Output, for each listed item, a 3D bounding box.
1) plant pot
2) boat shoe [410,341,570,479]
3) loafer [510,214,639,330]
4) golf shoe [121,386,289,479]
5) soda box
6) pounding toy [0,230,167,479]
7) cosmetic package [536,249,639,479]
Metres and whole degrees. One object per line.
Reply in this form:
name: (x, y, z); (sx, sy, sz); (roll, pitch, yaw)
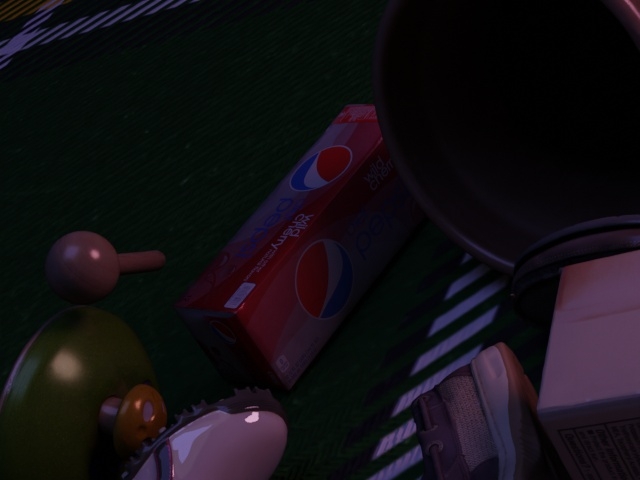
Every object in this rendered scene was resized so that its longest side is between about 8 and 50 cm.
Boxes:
plant pot: (0.206, -0.131, 1.080); (0.263, 0.263, 0.229); (1, 26, 44)
boat shoe: (0.100, 0.166, 0.848); (0.092, 0.103, 0.285); (-29, 25, 15)
loafer: (0.238, 0.039, 0.921); (0.268, 0.096, 0.084); (-6, 44, 34)
golf shoe: (-0.105, 0.222, 0.970); (0.273, 0.105, 0.120); (-45, 48, -13)
soda box: (0.000, 0.000, 1.192); (0.083, 0.092, 0.263); (3, 44, 47)
pounding toy: (-0.140, 0.120, 1.049); (0.110, 0.183, 0.236); (11, 88, 22)
cosmetic package: (0.285, 0.073, 0.763); (0.296, 0.153, 0.129); (-12, 35, 28)
